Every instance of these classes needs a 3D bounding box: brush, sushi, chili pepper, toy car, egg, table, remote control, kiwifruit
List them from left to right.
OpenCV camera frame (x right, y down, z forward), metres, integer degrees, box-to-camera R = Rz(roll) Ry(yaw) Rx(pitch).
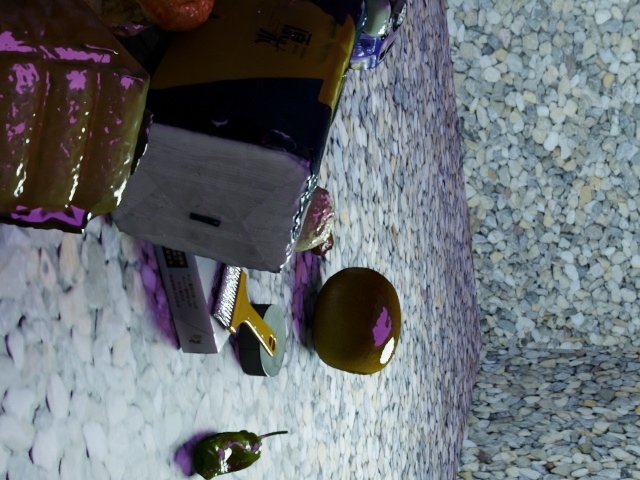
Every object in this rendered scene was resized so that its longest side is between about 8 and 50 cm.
[{"bbox_3d":[-0.142,0.351,1.640,0.204,0.073,0.072,1,107,-61],"label":"chili pepper"},{"bbox_3d":[-0.113,0.127,1.602,0.272,0.013,0.103,61,35,-59],"label":"brush"},{"bbox_3d":[-0.104,0.181,1.794,0.133,0.043,0.133,1,90,-72],"label":"table"},{"bbox_3d":[-0.032,-0.042,1.898,0.140,0.116,0.118,-64,-174,5],"label":"egg"},{"bbox_3d":[0.004,-0.001,2.094,0.060,0.061,0.118,64,28,-31],"label":"sushi"},{"bbox_3d":[0.031,-0.497,1.884,0.038,0.309,0.090,-19,141,-31],"label":"remote control"},{"bbox_3d":[0.079,0.169,2.121,0.196,0.196,0.234,54,42,-61],"label":"kiwifruit"},{"bbox_3d":[0.087,-0.463,2.194,0.235,0.172,0.158,-54,156,-54],"label":"toy car"}]

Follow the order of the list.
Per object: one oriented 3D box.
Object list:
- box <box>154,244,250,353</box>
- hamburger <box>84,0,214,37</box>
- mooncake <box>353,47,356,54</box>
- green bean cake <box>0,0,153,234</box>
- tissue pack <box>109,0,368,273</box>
[{"bbox_3d":[-0.182,0.034,1.516,0.155,0.067,0.242,-57,143,-56],"label":"box"},{"bbox_3d":[-0.229,-0.405,1.193,0.290,0.170,0.314,23,67,-74],"label":"hamburger"},{"bbox_3d":[-0.050,-0.400,1.724,0.324,0.187,0.324,2,90,-73],"label":"mooncake"},{"bbox_3d":[-0.322,-0.156,0.836,0.310,0.285,0.202,2,113,-50],"label":"green bean cake"},{"bbox_3d":[-0.103,-0.195,1.381,0.253,0.264,0.416,103,3,-47],"label":"tissue pack"}]
